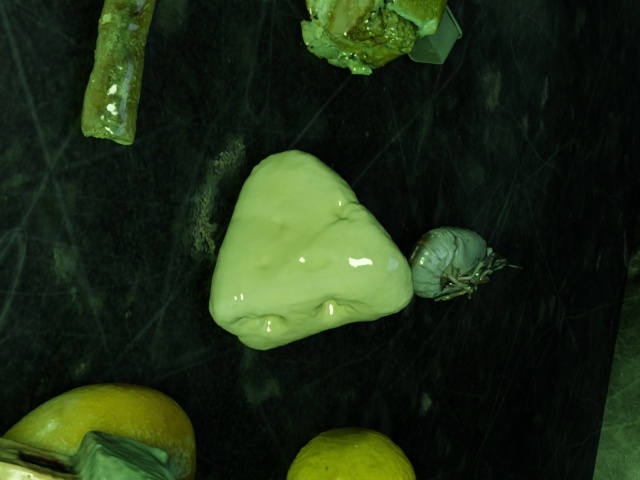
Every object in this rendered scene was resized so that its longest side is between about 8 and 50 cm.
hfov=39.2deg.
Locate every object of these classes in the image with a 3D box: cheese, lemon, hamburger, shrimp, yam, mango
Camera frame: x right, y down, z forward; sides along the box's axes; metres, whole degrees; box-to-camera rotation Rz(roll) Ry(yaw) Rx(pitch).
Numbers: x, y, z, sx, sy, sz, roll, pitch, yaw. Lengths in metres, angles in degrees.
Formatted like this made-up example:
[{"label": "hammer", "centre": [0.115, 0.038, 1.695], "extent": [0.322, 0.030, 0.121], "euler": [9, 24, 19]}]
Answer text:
[{"label": "cheese", "centre": [0.001, 0.000, 1.161], "extent": [0.173, 0.251, 0.247], "euler": [47, 40, -51]}, {"label": "lemon", "centre": [0.043, 0.366, 1.292], "extent": [0.257, 0.188, 0.188], "euler": [-4, 97, -63]}, {"label": "hamburger", "centre": [0.088, -0.369, 1.280], "extent": [0.192, 0.168, 0.287], "euler": [19, 78, -56]}, {"label": "shrimp", "centre": [0.267, 0.047, 1.670], "extent": [0.343, 0.117, 0.145], "euler": [1, 94, -51]}, {"label": "yam", "centre": [-0.205, -0.229, 0.941], "extent": [0.061, 0.061, 0.252], "euler": [13, 82, -57]}, {"label": "mango", "centre": [-0.252, 0.262, 0.857], "extent": [0.316, 0.146, 0.192], "euler": [-37, 116, -36]}]

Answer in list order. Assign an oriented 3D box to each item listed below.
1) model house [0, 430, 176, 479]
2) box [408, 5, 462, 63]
[{"label": "model house", "centre": [-0.295, 0.258, 0.672], "extent": [0.325, 0.194, 0.267], "euler": [24, 85, -18]}, {"label": "box", "centre": [0.177, -0.353, 1.508], "extent": [0.122, 0.084, 0.069], "euler": [42, 66, -50]}]
